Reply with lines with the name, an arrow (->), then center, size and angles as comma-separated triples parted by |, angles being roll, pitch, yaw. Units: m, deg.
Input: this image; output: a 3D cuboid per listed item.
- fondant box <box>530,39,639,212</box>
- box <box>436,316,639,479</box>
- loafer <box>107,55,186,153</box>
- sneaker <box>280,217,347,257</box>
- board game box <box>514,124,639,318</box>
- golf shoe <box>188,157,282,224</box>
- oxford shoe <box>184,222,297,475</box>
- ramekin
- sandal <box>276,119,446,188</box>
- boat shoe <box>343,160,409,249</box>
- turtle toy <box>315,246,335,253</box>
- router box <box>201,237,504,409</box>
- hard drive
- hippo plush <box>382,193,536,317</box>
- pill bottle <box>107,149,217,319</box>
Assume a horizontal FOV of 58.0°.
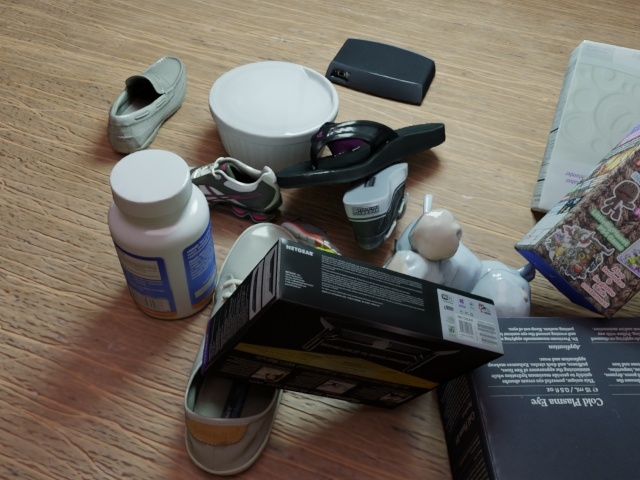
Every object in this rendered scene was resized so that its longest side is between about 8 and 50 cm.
fondant box -> 0.577, -0.194, 1.125 | 0.238, 0.330, 0.096 | 14, 6, 7
box -> 0.357, 0.279, 0.777 | 0.343, 0.179, 0.312 | 1, 47, -3
loafer -> -0.381, -0.327, 1.290 | 0.112, 0.111, 0.319 | 9, 49, 3
sneaker -> 0.000, 0.000, 1.074 | 0.158, 0.061, 0.065 | 34, 47, 21
board game box -> 0.465, -0.043, 0.887 | 0.141, 0.232, 0.291 | 45, 99, 8
golf shoe -> -0.206, -0.118, 1.121 | 0.272, 0.120, 0.105 | 9, 51, 6
oxford shoe -> -0.107, 0.130, 0.908 | 0.169, 0.130, 0.449 | 7, 48, 4
ramekin -> -0.099, -0.259, 1.243 | 0.272, 0.127, 0.273 | 2, 49, -2
sandal -> 0.077, -0.198, 1.151 | 0.167, 0.107, 0.445 | 6, 25, 45
boat shoe -> 0.115, -0.074, 1.110 | 0.113, 0.105, 0.306 | -6, 22, 11
turtle toy -> 0.008, 0.060, 0.982 | 0.095, 0.066, 0.130 | 16, 43, -27
router box -> 0.033, 0.126, 0.744 | 0.309, 0.243, 0.081 | 17, 52, -24
hard drive -> 0.156, -0.437, 1.462 | 0.254, 0.054, 0.172 | 19, 50, 12
hippo plush -> 0.212, 0.089, 0.953 | 0.236, 0.234, 0.294 | 35, 11, 3
pill bottle -> -0.249, -0.007, 0.918 | 0.152, 0.272, 0.152 | 2, 49, -3
